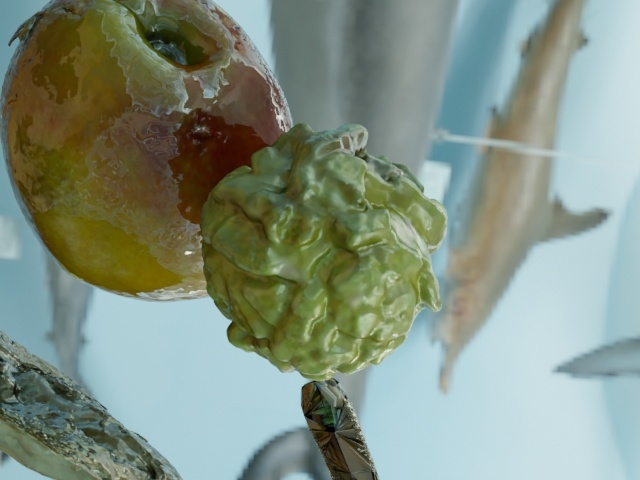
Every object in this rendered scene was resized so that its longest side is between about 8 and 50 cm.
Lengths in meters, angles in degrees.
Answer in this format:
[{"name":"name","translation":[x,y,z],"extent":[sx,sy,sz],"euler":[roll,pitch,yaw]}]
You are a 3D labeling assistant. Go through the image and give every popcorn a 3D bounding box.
[{"name":"popcorn","translation":[0.000,0.000,1.540],"extent":[0.212,0.259,0.259],"euler":[49,29,-53]}]

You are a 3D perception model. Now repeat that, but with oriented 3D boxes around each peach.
[{"name":"peach","translation":[-0.189,-0.095,1.736],"extent":[0.372,0.373,0.289],"euler":[116,-3,-51]}]

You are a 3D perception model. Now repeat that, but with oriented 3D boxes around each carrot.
[{"name":"carrot","translation":[0.035,0.288,2.121],"extent":[0.228,0.069,0.069],"euler":[68,-19,3]}]

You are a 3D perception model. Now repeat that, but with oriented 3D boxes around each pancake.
[{"name":"pancake","translation":[-0.305,0.193,1.789],"extent":[0.082,0.387,0.387],"euler":[-57,-161,2]}]
